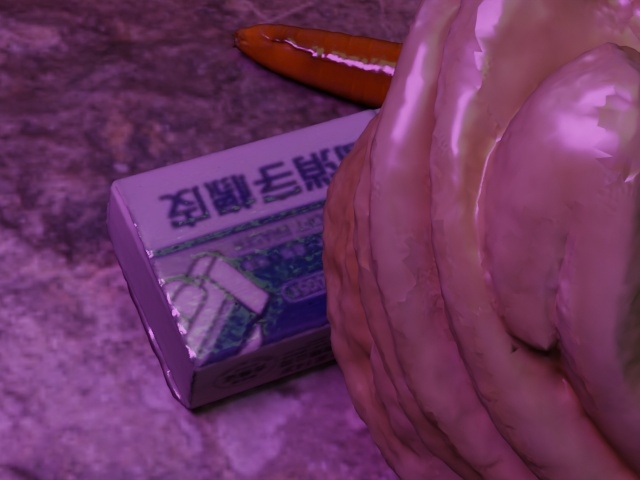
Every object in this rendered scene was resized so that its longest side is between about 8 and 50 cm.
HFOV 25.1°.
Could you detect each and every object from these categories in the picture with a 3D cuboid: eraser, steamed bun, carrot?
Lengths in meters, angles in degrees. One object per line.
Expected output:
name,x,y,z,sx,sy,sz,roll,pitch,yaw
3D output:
eraser,0.000,0.000,0.801,0.210,0.068,0.124,-17,63,-20
steamed bun,0.163,0.024,0.630,0.325,0.372,0.230,10,37,-12
carrot,0.081,-0.098,0.883,0.271,0.062,0.066,1,91,-4
